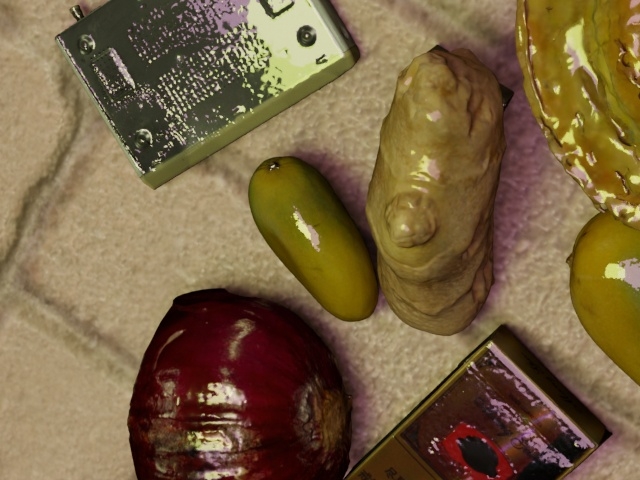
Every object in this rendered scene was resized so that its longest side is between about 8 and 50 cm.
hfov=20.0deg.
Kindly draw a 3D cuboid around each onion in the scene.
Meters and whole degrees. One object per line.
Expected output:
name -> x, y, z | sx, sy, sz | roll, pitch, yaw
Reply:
onion -> -0.092, 0.159, 1.816 | 0.216, 0.207, 0.206 | 1, 97, 22

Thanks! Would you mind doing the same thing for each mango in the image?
mango -> 0.000, -0.002, 1.810 | 0.085, 0.122, 0.191 | -41, 95, -17
mango -> 0.342, 0.072, 1.731 | 0.156, 0.114, 0.251 | -39, 102, 8

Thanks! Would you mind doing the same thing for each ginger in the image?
ginger -> 0.110, -0.028, 1.724 | 0.126, 0.190, 0.354 | 9, 143, 13

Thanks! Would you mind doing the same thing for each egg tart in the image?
egg tart -> 0.384, -0.193, 1.579 | 0.443, 0.178, 0.443 | 0, 91, 10

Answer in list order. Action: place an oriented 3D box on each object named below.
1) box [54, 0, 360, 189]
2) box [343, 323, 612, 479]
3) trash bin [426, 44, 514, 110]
box -> -0.120, -0.200, 1.837 | 0.270, 0.045, 0.211 | -28, 95, 21
box -> 0.154, 0.223, 1.842 | 0.159, 0.071, 0.240 | 46, 112, 4
trash bin -> 0.139, -0.148, 1.764 | 0.092, 0.061, 0.043 | 29, 109, 6
